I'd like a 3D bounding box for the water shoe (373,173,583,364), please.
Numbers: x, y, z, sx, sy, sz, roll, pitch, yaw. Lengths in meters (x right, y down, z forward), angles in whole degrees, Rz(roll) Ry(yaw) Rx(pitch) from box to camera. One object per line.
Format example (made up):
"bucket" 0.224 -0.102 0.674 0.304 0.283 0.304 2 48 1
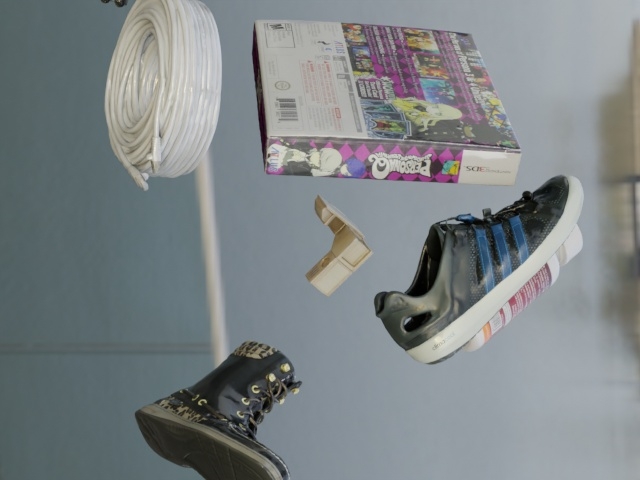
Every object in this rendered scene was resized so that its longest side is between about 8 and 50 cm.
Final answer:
"water shoe" 0.128 0.006 1.080 0.203 0.080 0.073 -47 -170 -16

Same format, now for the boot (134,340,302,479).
"boot" -0.079 0.197 1.548 0.178 0.236 0.085 -35 123 -33

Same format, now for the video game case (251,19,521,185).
"video game case" 0.049 -0.125 1.187 0.232 0.210 0.042 -100 -166 -57

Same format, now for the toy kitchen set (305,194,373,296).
"toy kitchen set" 0.000 0.000 1.536 0.068 0.075 0.083 39 10 -36

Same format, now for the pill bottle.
"pill bottle" 0.247 0.042 1.856 0.221 0.121 0.121 -38 137 -20

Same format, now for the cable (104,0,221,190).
"cable" -0.214 -0.213 1.854 0.257 0.089 0.257 41 -62 57

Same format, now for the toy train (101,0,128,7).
"toy train" -0.342 -0.363 1.898 0.027 0.158 0.036 -112 -140 -57
